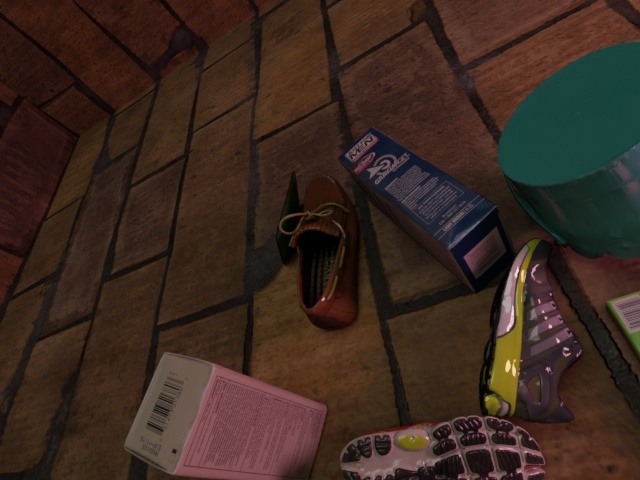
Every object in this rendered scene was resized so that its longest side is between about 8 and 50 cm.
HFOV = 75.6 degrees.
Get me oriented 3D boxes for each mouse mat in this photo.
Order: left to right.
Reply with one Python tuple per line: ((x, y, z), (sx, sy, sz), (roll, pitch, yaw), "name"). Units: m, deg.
((-0.078, -0.053, 1.003), (0.007, 0.152, 0.189), (9, 62, 7), "mouse mat")

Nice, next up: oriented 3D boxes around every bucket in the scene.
((0.420, -0.132, 0.611), (0.281, 0.183, 0.281), (-41, 29, 29), "bucket")

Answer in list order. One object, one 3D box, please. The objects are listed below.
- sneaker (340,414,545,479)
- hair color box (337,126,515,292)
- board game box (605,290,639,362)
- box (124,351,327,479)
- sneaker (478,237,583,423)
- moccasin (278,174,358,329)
((0.169, 0.306, 0.604), (0.279, 0.118, 0.107), (-5, 76, 9), "sneaker")
((0.192, -0.072, 0.795), (0.105, 0.174, 0.347), (-43, 46, 2), "hair color box")
((0.491, 0.171, 0.512), (0.124, 0.039, 0.259), (-25, 46, 20), "board game box")
((-0.129, 0.300, 0.673), (0.121, 0.311, 0.147), (0, 60, 35), "box")
((0.326, 0.132, 0.626), (0.121, 0.111, 0.299), (15, 65, 17), "sneaker")
((-0.003, 0.001, 0.903), (0.139, 0.147, 0.379), (-14, 54, 28), "moccasin")
